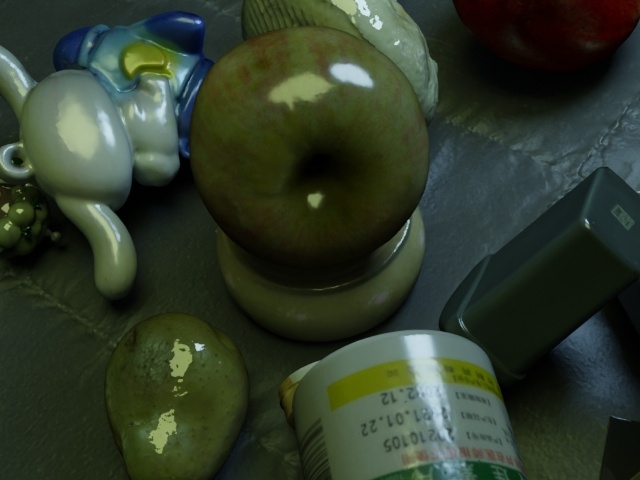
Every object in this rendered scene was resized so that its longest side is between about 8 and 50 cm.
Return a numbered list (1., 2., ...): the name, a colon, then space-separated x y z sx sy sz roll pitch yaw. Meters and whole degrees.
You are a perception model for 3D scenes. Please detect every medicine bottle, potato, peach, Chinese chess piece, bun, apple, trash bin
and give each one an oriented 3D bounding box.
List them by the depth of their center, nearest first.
1. medicine bottle: 0.099 0.272 0.945 0.208 0.208 0.340 -11 52 -2
2. potato: -0.152 0.181 1.086 0.157 0.157 0.194 -3 54 5
3. trash bin: 0.231 0.044 1.089 0.101 0.236 0.177 44 33 0
4. apple: -0.015 -0.104 1.116 0.256 0.257 0.234 -15 24 -4
5. Chinese chess piece: 0.000 0.000 1.238 0.250 0.097 0.251 -4 51 4
6. bun: 0.033 -0.237 1.297 0.287 0.287 0.146 28 63 25
7. peach: 0.309 -0.339 1.373 0.245 0.248 0.275 47 57 -9

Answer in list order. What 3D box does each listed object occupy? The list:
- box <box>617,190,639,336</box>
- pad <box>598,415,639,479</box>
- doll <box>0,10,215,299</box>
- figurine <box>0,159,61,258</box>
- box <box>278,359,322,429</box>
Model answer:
1. box: 0.446 0.088 1.103 0.190 0.112 0.370 -15 52 -6
2. pad: 0.400 0.270 1.038 0.243 0.004 0.164 11 55 15
3. doll: -0.248 -0.155 1.327 0.365 0.376 0.187 -32 10 -29
4. figurine: -0.418 -0.043 1.326 0.197 0.093 0.147 25 92 26
5. box: 0.009 0.164 1.105 0.105 0.105 0.037 -17 58 -6
